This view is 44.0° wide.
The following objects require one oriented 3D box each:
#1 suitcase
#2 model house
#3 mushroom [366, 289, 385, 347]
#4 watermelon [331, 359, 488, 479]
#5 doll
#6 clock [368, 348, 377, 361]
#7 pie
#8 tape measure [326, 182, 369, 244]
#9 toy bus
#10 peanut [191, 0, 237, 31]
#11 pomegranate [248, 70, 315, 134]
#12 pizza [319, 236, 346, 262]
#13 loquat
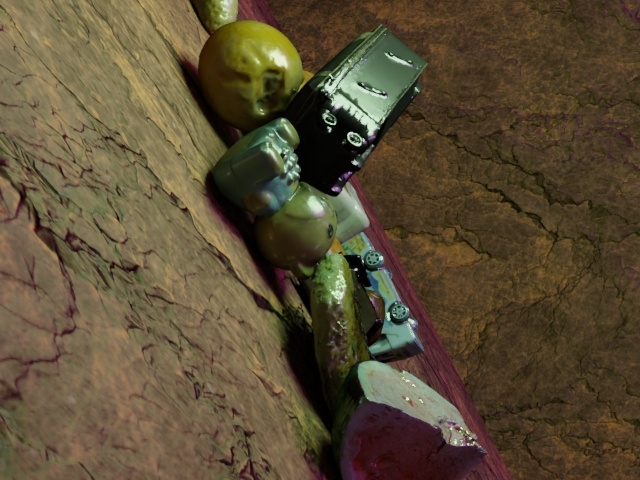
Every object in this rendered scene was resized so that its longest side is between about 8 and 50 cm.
[{"bbox_3d":[0.048,-0.256,1.644,0.194,0.283,0.434,40,43,-1],"label":"suitcase"},{"bbox_3d":[0.043,0.121,1.632,0.164,0.141,0.203,112,-43,-86],"label":"model house"},{"bbox_3d":[0.104,0.186,1.776,0.080,0.135,0.170,24,-23,13],"label":"mushroom"},{"bbox_3d":[0.112,0.293,1.231,0.305,0.180,0.223,31,57,-39],"label":"watermelon"},{"bbox_3d":[-0.072,-0.065,1.434,0.260,0.162,0.177,56,25,-21],"label":"doll"},{"bbox_3d":[0.102,0.290,1.655,0.184,0.040,0.184,57,11,-17],"label":"clock"},{"bbox_3d":[0.047,0.177,1.399,0.323,0.071,0.323,-9,90,-78],"label":"pie"},{"bbox_3d":[0.018,-0.123,2.158,0.265,0.130,0.258,48,12,-30],"label":"tape measure"},{"bbox_3d":[0.132,0.145,1.932,0.329,0.136,0.109,66,7,32],"label":"toy bus"},{"bbox_3d":[-0.294,-0.668,2.136,0.110,0.120,0.236,-11,74,-39],"label":"peanut"},{"bbox_3d":[-0.075,-0.304,1.920,0.248,0.248,0.248,58,10,-17],"label":"pomegranate"},{"bbox_3d":[0.000,0.000,1.867,0.365,0.074,0.182,61,12,4],"label":"pizza"},{"bbox_3d":[-0.153,-0.350,1.680,0.243,0.244,0.244,58,10,-17],"label":"loquat"}]
